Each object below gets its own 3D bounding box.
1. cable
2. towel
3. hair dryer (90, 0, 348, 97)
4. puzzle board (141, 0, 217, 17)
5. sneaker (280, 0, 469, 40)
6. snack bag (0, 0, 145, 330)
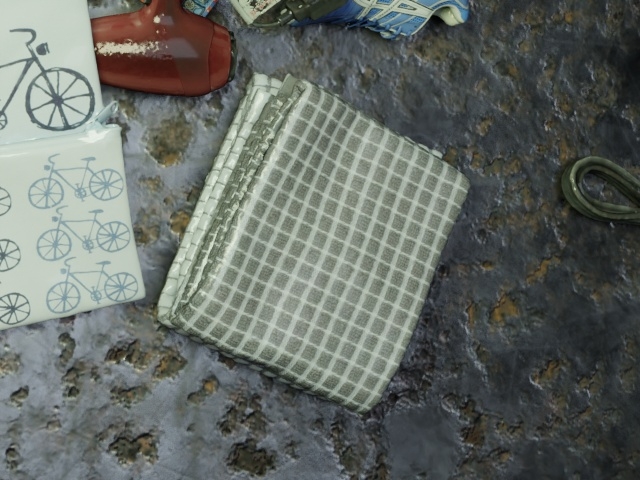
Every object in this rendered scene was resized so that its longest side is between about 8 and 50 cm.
[{"bbox_3d":[0.399,-0.016,1.699,0.287,0.072,0.139,41,72,-17],"label":"cable"},{"bbox_3d":[0.000,0.000,1.517,0.235,0.121,0.283,26,82,-21],"label":"towel"},{"bbox_3d":[-0.142,-0.240,1.451,0.293,0.080,0.223,-35,114,4],"label":"hair dryer"},{"bbox_3d":[-0.127,-0.268,1.478,0.096,0.011,0.128,31,119,-19],"label":"puzzle board"},{"bbox_3d":[0.062,-0.240,1.557,0.211,0.080,0.081,-15,94,-19],"label":"sneaker"},{"bbox_3d":[-0.333,-0.074,1.388,0.323,0.037,0.342,-11,108,-17],"label":"snack bag"}]
